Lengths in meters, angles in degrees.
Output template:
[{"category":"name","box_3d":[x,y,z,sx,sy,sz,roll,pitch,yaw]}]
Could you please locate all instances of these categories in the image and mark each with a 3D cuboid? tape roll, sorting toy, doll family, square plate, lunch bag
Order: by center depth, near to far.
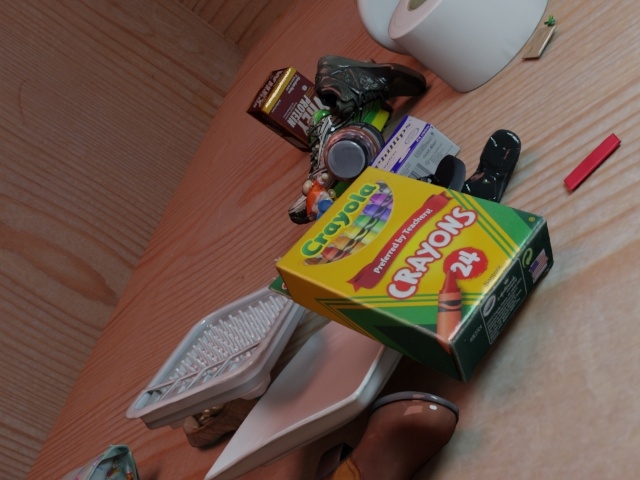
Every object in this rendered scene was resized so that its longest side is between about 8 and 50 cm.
[{"category":"square plate","box_3d":[0.022,0.179,1.123,0.344,0.049,0.347,-39,6,41]},{"category":"sorting toy","box_3d":[0.363,-0.331,1.308,0.083,0.012,0.062,-59,14,0]},{"category":"tape roll","box_3d":[0.261,-0.414,1.451,0.246,0.169,0.246,-46,22,25]},{"category":"doll family","box_3d":[0.000,0.000,1.534,0.163,0.118,0.263,-119,46,-62]},{"category":"lunch bag","box_3d":[-0.475,0.562,1.650,0.223,0.160,0.262,-38,32,43]}]

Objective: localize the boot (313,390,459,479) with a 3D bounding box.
[{"category":"boot","box_3d":[0.051,0.324,0.867,0.264,0.096,0.280,-40,26,38]}]

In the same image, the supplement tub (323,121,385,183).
[{"category":"supplement tub","box_3d":[0.063,-0.167,1.540,0.106,0.106,0.198,-49,0,18]}]

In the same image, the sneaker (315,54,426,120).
[{"category":"sneaker","box_3d":[0.097,-0.297,1.637,0.087,0.227,0.130,94,-174,-66]}]

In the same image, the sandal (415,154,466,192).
[{"category":"sandal","box_3d":[0.128,-0.027,1.124,0.254,0.054,0.097,-58,9,-22]}]

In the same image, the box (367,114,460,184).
[{"category":"box","box_3d":[0.157,-0.140,1.400,0.126,0.072,0.137,-53,19,5]}]

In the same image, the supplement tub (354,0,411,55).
[{"category":"supplement tub","box_3d":[0.185,-0.559,1.764,0.235,0.235,0.325,-48,21,21]}]

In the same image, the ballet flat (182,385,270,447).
[{"category":"ballet flat","box_3d":[-0.194,0.301,1.475,0.316,0.106,0.108,-34,29,48]}]

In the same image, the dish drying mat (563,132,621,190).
[{"category":"dish drying mat","box_3d":[0.336,-0.097,0.999,0.083,0.008,0.032,-49,19,21]}]

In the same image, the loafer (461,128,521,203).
[{"category":"loafer","box_3d":[0.237,-0.074,1.150,0.170,0.062,0.061,-59,-21,12]}]

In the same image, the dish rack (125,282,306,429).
[{"category":"dish rack","box_3d":[-0.151,0.191,1.363,0.285,0.072,0.333,-27,16,27]}]

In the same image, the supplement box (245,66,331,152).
[{"category":"supplement box","box_3d":[-0.061,-0.327,2.044,0.129,0.191,0.194,-57,20,-3]}]

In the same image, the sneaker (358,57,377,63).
[{"category":"sneaker","box_3d":[0.111,-0.361,1.847,0.086,0.085,0.237,-40,16,10]}]

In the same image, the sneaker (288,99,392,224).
[{"category":"sneaker","box_3d":[0.013,-0.184,1.707,0.134,0.146,0.344,-16,44,61]}]

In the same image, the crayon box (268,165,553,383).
[{"category":"crayon box","box_3d":[0.091,0.021,0.989,0.318,0.081,0.202,20,58,39]}]
